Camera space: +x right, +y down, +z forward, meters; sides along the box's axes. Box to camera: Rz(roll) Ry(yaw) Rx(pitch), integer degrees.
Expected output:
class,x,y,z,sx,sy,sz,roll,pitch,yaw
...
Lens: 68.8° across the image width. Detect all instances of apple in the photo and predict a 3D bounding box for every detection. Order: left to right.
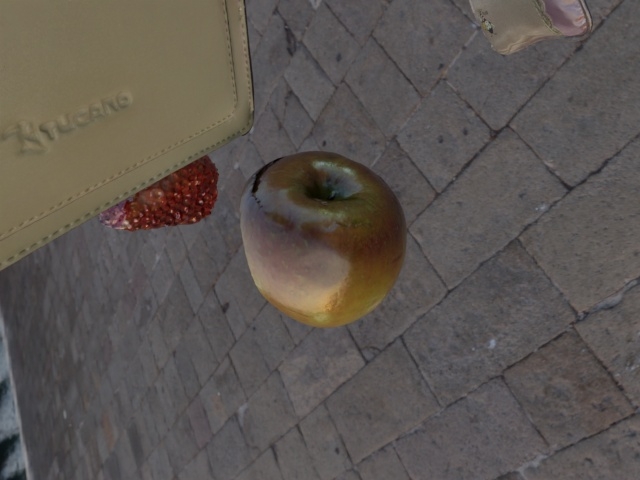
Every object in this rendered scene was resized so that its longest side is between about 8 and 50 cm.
class,x,y,z,sx,sy,sz,roll,pitch,yaw
apple,0.000,0.000,1.040,0.384,0.374,0.374,41,121,28

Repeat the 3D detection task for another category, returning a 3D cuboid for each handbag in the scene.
class,x,y,z,sx,sy,sz,roll,pitch,yaw
handbag,-0.215,-0.133,0.296,0.160,0.358,0.237,26,135,22

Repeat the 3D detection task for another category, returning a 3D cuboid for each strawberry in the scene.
class,x,y,z,sx,sy,sz,roll,pitch,yaw
strawberry,-0.236,-0.104,0.726,0.107,0.175,0.236,-59,27,26

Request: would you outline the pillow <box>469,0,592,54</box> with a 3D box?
class,x,y,z,sx,sy,sz,roll,pitch,yaw
pillow,0.251,-0.302,0.594,0.038,0.131,0.233,-37,17,4
